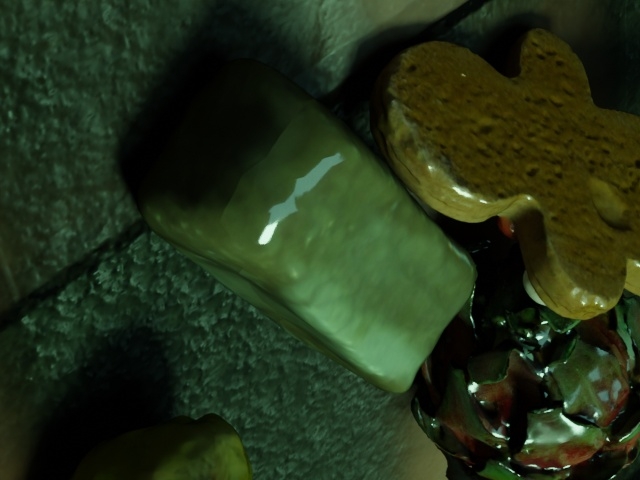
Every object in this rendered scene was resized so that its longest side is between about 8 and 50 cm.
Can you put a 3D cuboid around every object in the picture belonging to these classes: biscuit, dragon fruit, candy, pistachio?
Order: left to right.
[{"bbox_3d":[-0.104,0.171,0.810,0.110,0.100,0.189,4,122,-25],"label":"pistachio"},{"bbox_3d":[0.000,0.000,0.810,0.104,0.102,0.234,-56,144,-7],"label":"candy"},{"bbox_3d":[0.148,0.092,0.976,0.182,0.182,0.189,-31,159,-31],"label":"dragon fruit"},{"bbox_3d":[0.161,-0.039,0.915,0.324,0.205,0.049,14,145,-34],"label":"biscuit"}]
